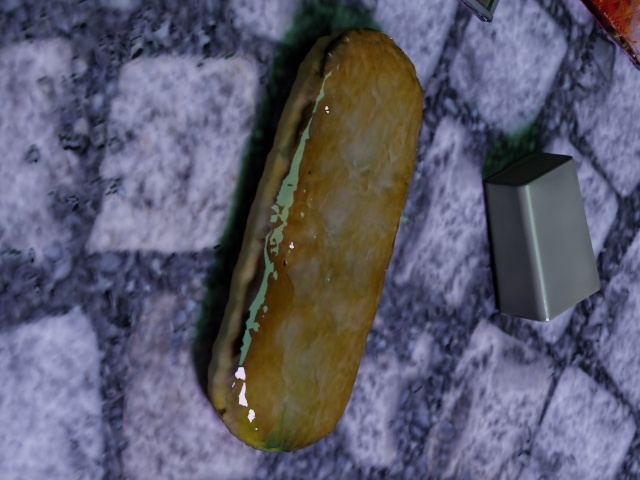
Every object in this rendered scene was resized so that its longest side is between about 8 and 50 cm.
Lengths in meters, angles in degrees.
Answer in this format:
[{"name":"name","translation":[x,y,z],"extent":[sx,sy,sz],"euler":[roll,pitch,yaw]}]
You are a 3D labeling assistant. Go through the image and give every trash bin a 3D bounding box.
[{"name":"trash bin","translation":[0.139,-0.003,1.217],"extent":[0.061,0.043,0.092],"euler":[-28,117,-37]}]

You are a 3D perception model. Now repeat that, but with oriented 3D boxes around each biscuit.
[{"name":"biscuit","translation":[0.000,0.000,1.090],"extent":[0.118,0.029,0.247],"euler":[21,84,-52]}]

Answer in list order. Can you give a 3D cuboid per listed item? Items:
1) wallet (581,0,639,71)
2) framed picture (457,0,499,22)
[{"name":"wallet","translation":[0.230,-0.221,1.273],"extent":[0.103,0.020,0.196],"euler":[37,73,-43]},{"name":"framed picture","translation":[0.078,-0.210,1.132],"extent":[0.149,0.011,0.109],"euler":[33,75,-43]}]
